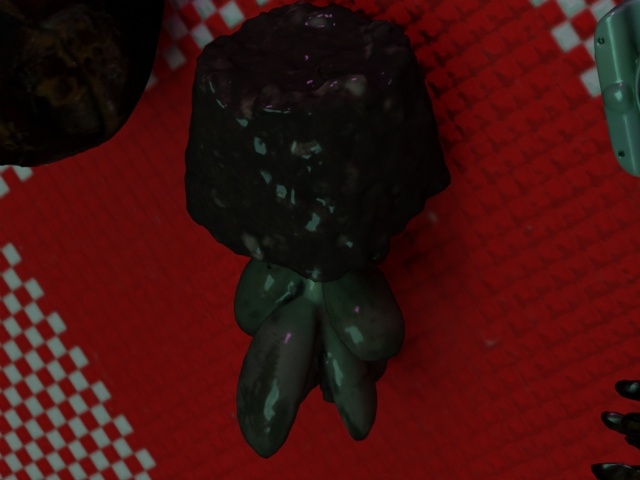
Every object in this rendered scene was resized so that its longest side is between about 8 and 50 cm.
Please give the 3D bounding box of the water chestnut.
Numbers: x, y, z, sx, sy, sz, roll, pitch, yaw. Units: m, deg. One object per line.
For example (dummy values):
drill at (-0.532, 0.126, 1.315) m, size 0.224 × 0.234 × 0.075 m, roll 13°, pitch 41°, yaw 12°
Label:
water chestnut at (-0.207, -0.160, 1.174) m, size 0.223 × 0.238 × 0.224 m, roll 4°, pitch 150°, yaw 2°

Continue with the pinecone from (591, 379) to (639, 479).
pinecone at (0.238, 0.140, 1.008) m, size 0.207 × 0.207 × 0.208 m, roll 16°, pitch 122°, yaw 28°

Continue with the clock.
clock at (0.219, -0.086, 0.996) m, size 0.135 × 0.041 × 0.101 m, roll -1°, pitch 113°, yaw 36°

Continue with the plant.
plant at (0.002, -0.002, 1.134) m, size 0.149 × 0.146 × 0.275 m, roll 30°, pitch 131°, yaw 44°
